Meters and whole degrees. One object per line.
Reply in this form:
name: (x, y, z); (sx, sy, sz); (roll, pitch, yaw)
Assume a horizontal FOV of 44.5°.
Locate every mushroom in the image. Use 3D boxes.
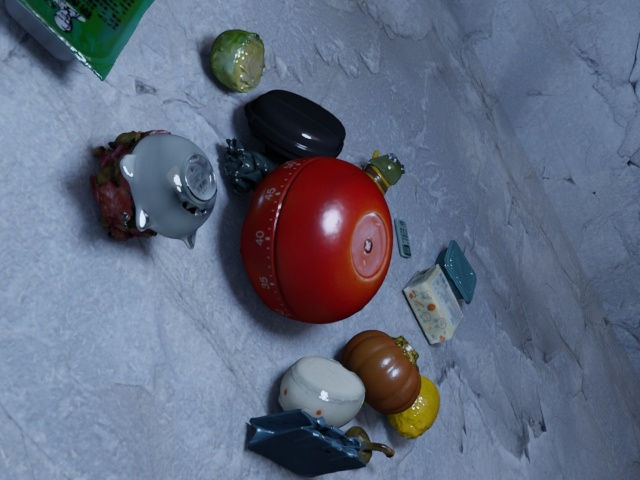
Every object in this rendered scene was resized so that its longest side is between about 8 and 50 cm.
mushroom: (0.112, 0.502, 1.874); (0.129, 0.073, 0.088); (24, 29, -4)

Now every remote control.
remote control: (0.253, -0.007, 2.403); (0.053, 0.017, 0.125); (18, 59, -49)

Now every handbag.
handbag: (-0.059, -0.285, 1.947); (0.253, 0.093, 0.308); (32, 22, 1)
handbag: (-0.023, 0.428, 1.639); (0.229, 0.179, 0.062); (40, 43, -39)

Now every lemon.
lemon: (0.238, 0.433, 2.038); (0.142, 0.142, 0.187); (49, 43, -27)

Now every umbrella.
umbrella: (-0.109, -0.183, 1.926); (0.348, 0.094, 0.143); (-8, 83, -58)

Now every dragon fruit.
dragon fruit: (-0.351, -0.105, 1.519); (0.211, 0.147, 0.282); (62, 36, -26)

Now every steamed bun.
steamed bun: (-0.004, 0.349, 1.734); (0.177, 0.131, 0.228); (31, 14, 18)

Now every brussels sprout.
brussels sprout: (-0.210, -0.438, 1.901); (0.149, 0.122, 0.152); (-30, 133, -49)

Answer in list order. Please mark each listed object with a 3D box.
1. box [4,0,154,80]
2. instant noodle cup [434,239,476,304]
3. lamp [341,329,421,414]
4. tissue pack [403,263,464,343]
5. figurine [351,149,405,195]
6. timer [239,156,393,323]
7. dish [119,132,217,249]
box: (-0.490, -0.485, 1.542); (0.264, 0.106, 0.337); (46, 41, -30)
instant noodle cup: (0.436, 0.107, 2.552); (0.179, 0.070, 0.157); (55, 35, -19)
lamp: (0.150, 0.321, 1.921); (0.223, 0.196, 0.223); (50, 0, 0)
tissue pack: (0.343, 0.192, 2.356); (0.196, 0.092, 0.148); (62, 34, -9)
figurine: (0.166, -0.158, 2.253); (0.166, 0.141, 0.250); (49, 39, -29)
timer: (0.000, 0.000, 1.766); (0.378, 0.279, 0.378); (-14, 107, -54)
dish: (-0.250, -0.097, 1.457); (0.236, 0.086, 0.228); (-17, 95, -59)
